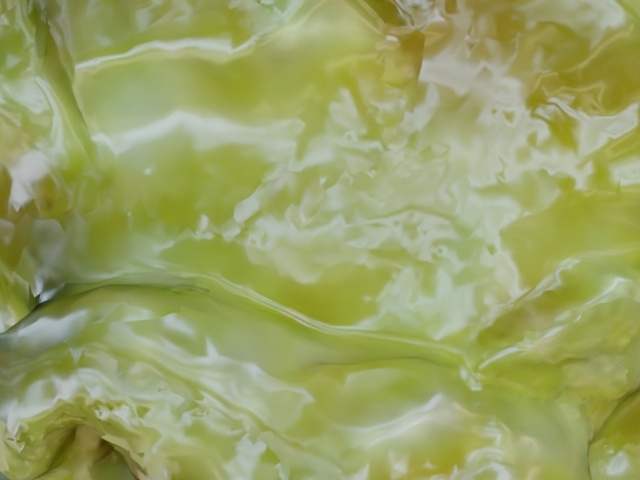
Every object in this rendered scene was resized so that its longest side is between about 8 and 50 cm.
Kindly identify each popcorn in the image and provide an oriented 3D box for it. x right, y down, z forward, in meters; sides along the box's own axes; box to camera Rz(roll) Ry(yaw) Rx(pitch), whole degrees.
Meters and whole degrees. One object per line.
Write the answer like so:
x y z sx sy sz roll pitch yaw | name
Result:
-0.005 0.004 0.523 0.276 0.225 0.276 -31 55 58 | popcorn
